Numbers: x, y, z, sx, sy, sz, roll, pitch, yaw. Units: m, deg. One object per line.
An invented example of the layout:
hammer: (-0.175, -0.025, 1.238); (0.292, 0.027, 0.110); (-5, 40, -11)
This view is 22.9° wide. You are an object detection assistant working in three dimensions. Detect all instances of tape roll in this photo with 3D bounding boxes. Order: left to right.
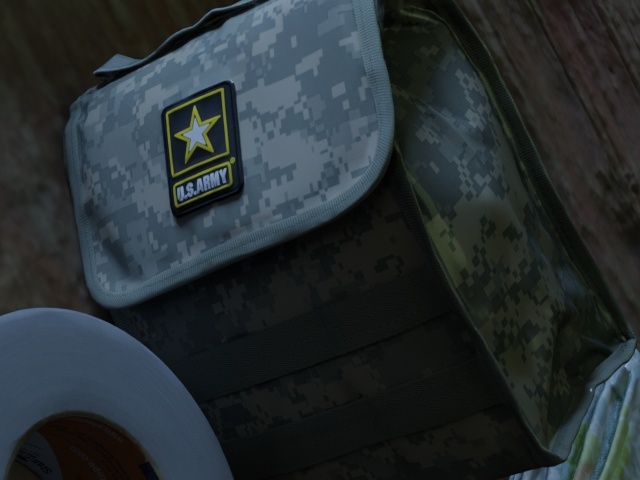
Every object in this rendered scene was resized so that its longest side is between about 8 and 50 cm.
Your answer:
tape roll: (-0.131, 0.146, 0.755); (0.219, 0.072, 0.219); (33, 46, -42)

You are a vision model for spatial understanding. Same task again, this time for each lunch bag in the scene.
lunch bag: (0.000, 0.000, 0.877); (0.287, 0.235, 0.169); (61, 36, -9)

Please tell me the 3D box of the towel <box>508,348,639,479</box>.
towel: (0.256, 0.301, 1.203); (0.374, 0.090, 0.320); (53, 39, -20)
